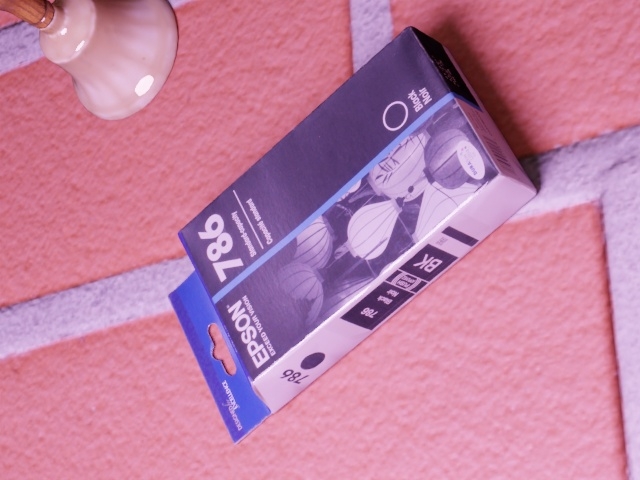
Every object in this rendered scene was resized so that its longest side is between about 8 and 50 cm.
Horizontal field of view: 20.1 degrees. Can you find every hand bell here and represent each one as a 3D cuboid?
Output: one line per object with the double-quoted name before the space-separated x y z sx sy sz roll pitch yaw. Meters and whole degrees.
"hand bell" -0.248 -0.197 1.559 0.126 0.242 0.126 -11 70 34

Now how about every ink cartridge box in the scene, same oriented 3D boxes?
"ink cartridge box" 0.000 0.000 1.428 0.332 0.065 0.165 -43 56 20
